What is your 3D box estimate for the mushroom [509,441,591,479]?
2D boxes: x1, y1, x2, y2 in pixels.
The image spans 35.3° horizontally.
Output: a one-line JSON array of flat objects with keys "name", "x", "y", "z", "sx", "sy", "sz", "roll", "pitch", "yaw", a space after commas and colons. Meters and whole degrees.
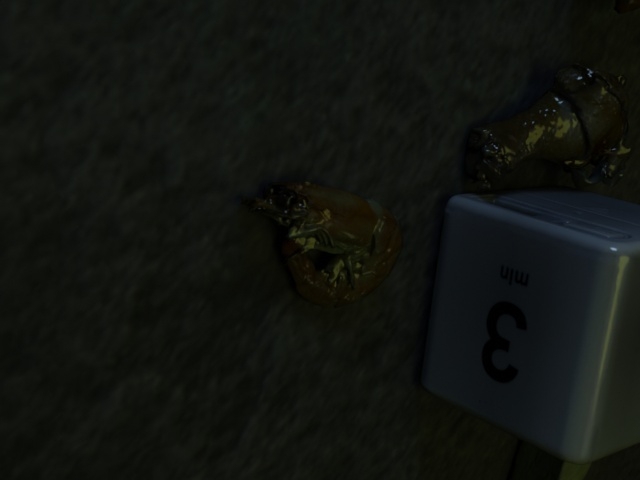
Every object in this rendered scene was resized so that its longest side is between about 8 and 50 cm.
[{"name": "mushroom", "x": 0.292, "y": 0.172, "z": 1.104, "sx": 0.333, "sy": 0.087, "sz": 0.107, "roll": -56, "pitch": 135, "yaw": -9}]

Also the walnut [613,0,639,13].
[{"name": "walnut", "x": 0.334, "y": -0.302, "z": 0.932, "sx": 0.245, "sy": 0.137, "sz": 0.137, "roll": -57, "pitch": 134, "yaw": -23}]

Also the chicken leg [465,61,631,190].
[{"name": "chicken leg", "x": 0.225, "y": -0.107, "z": 0.944, "sx": 0.196, "sy": 0.080, "sz": 0.125, "roll": -4, "pitch": 116, "yaw": -39}]

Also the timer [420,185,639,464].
[{"name": "timer", "x": 0.229, "y": 0.066, "z": 0.926, "sx": 0.194, "sy": 0.192, "sz": 0.194, "roll": -8, "pitch": 110, "yaw": -41}]

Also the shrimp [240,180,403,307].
[{"name": "shrimp", "x": 0.000, "y": 0.000, "z": 0.806, "sx": 0.180, "sy": 0.041, "sz": 0.099, "roll": 25, "pitch": 102, "yaw": -46}]
